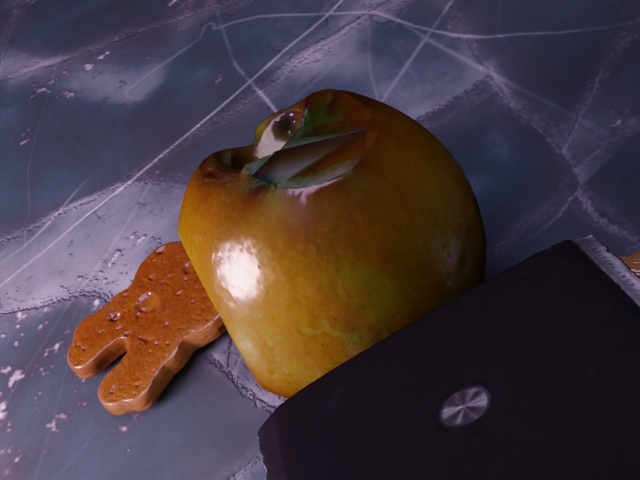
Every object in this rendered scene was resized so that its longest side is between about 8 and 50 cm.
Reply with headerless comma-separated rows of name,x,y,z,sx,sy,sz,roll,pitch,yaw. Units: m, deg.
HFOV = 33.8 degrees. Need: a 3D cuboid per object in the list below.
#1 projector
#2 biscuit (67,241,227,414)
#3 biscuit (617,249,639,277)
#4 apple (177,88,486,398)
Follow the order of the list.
projector,0.178,0.237,0.954,0.405,0.242,0.395,-31,25,2
biscuit,-0.204,0.092,1.479,0.334,0.047,0.202,-48,47,-13
biscuit,0.377,0.066,1.206,0.162,0.035,0.250,31,69,38
apple,0.000,0.000,1.243,0.383,0.374,0.374,17,62,37
